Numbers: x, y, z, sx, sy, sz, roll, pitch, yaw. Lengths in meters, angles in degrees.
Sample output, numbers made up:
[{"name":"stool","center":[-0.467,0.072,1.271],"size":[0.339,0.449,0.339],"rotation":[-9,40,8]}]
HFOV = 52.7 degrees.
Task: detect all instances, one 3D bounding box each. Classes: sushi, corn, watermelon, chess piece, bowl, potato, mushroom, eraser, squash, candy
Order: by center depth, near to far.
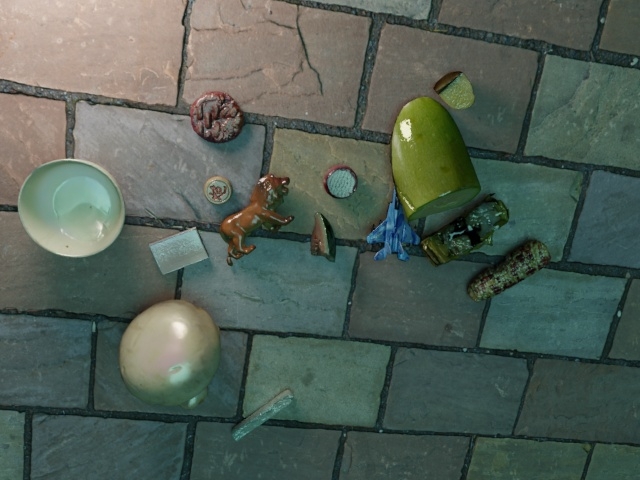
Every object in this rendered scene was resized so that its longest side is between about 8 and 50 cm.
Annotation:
[{"name":"bowl","center":[-0.671,-0.102,1.785],"size":[0.277,0.145,0.276],"rotation":[-2,107,-6]},{"name":"potato","center":[0.394,-0.431,1.878],"size":[0.096,0.066,0.103],"rotation":[-32,115,18]},{"name":"chess piece","center":[-0.298,-0.146,1.882],"size":[0.084,0.038,0.083],"rotation":[-2,109,-6]},{"name":"mushroom","center":[-0.449,0.356,1.891],"size":[0.316,0.315,0.355],"rotation":[12,106,-12]},{"name":"squash","center":[0.315,-0.250,1.902],"size":[0.234,0.210,0.308],"rotation":[-17,75,-16]},{"name":"candy","center":[0.060,-0.173,1.922],"size":[0.103,0.043,0.103],"rotation":[-2,108,-7]},{"name":"eraser","center":[-0.420,0.031,1.929],"size":[0.151,0.023,0.103],"rotation":[-20,109,-1]},{"name":"watermelon","center":[0.010,-0.005,1.956],"size":[0.080,0.101,0.154],"rotation":[5,97,2]},{"name":"sushi","center":[0.451,-0.018,1.973],"size":[0.291,0.131,0.139],"rotation":[-33,82,-7]},{"name":"corn","center":[0.599,0.100,2.064],"size":[0.290,0.098,0.098],"rotation":[-31,109,7]}]

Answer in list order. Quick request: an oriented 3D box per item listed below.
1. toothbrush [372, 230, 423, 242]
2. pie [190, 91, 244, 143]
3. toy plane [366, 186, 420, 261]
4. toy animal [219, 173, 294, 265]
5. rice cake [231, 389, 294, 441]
[{"name":"toothbrush","center":[0.296,0.001,2.022],"size":[0.295,0.026,0.028],"rotation":[8,91,-10]},{"name":"pie","center":[-0.291,-0.346,1.820],"size":[0.155,0.036,0.154],"rotation":[-3,109,-9]},{"name":"toy plane","center":[0.221,-0.059,1.958],"size":[0.170,0.078,0.246],"rotation":[0,88,-11]},{"name":"toy animal","center":[-0.198,-0.067,1.904],"size":[0.312,0.097,0.157],"rotation":[-36,97,7]},{"name":"rice cake","center":[-0.189,0.573,2.124],"size":[0.245,0.045,0.042],"rotation":[-37,106,5]}]
